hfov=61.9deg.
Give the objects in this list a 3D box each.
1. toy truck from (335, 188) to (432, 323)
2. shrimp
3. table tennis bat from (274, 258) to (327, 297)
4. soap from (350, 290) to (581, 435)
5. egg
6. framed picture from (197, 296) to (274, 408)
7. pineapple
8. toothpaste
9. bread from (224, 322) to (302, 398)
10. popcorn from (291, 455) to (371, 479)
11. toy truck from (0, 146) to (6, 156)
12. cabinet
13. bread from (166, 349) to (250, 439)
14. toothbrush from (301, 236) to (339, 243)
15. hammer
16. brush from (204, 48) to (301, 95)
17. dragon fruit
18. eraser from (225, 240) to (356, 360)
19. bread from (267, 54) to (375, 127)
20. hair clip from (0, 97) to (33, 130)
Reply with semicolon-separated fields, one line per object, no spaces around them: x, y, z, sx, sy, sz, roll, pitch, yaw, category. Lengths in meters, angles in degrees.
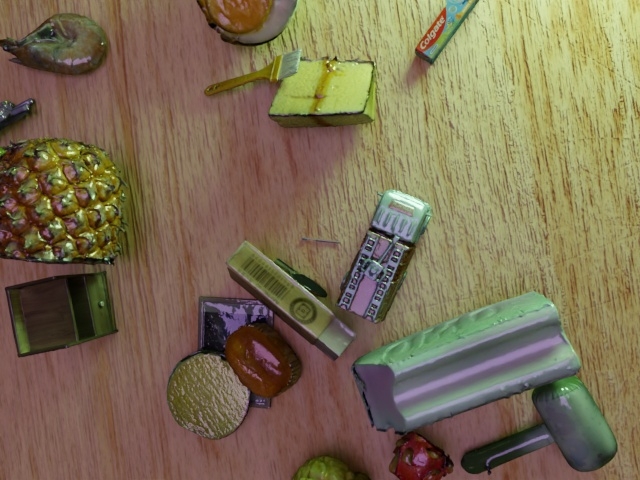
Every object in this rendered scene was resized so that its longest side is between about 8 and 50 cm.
0.143;0.034;1.226;0.136;0.162;0.305;24;95;10;toy truck
-0.728;-0.538;1.441;0.318;0.077;0.168;11;83;7;shrimp
-0.049;0.092;1.303;0.158;0.095;0.014;34;100;20;table tennis bat
0.288;0.264;1.152;0.447;0.261;0.156;-25;87;12;soap
-0.156;-0.620;1.279;0.265;0.174;0.286;10;117;12;egg
-0.221;0.286;1.376;0.209;0.019;0.280;0;91;11;framed picture
-0.647;-0.085;1.291;0.353;0.352;0.299;-2;86;11;pineapple
0.290;-0.515;1.248;0.070;0.044;0.193;38;97;10;toothpaste
-0.143;0.291;1.300;0.190;0.114;0.132;45;100;12;bread
0.026;0.643;1.248;0.252;0.206;0.236;38;83;-3;popcorn
-0.857;-0.131;1.441;0.187;0.148;0.210;27;75;8;toy truck
-0.645;0.179;1.361;0.148;0.215;0.174;-12;88;10;cabinet
-0.284;0.390;1.363;0.229;0.033;0.228;0;90;9;bread
0.000;0.000;1.333;0.097;0.008;0.006;6;106;10;toothbrush
0.469;0.451;1.205;0.336;0.119;0.206;-31;83;16;hammer
-0.174;-0.406;1.329;0.273;0.013;0.103;-11;49;20;brush
0.230;0.527;1.237;0.133;0.150;0.207;41;131;48;dragon fruit
-0.073;0.150;1.277;0.343;0.144;0.078;39;74;9;eraser
0.004;-0.365;1.260;0.240;0.135;0.177;2;90;14;bread
-0.913;-0.307;1.458;0.278;0.137;0.090;-38;119;10;hair clip
